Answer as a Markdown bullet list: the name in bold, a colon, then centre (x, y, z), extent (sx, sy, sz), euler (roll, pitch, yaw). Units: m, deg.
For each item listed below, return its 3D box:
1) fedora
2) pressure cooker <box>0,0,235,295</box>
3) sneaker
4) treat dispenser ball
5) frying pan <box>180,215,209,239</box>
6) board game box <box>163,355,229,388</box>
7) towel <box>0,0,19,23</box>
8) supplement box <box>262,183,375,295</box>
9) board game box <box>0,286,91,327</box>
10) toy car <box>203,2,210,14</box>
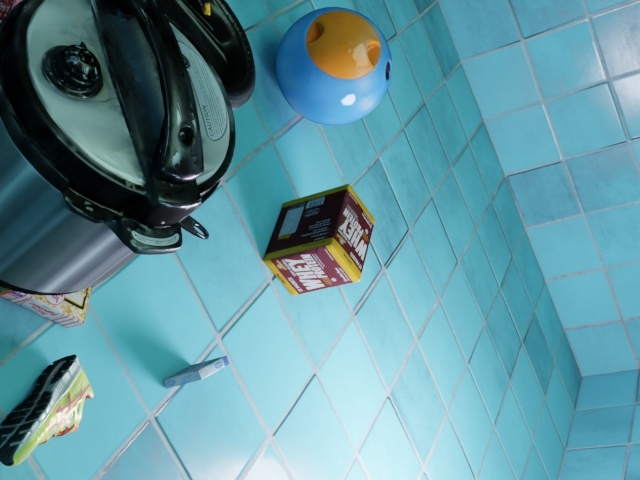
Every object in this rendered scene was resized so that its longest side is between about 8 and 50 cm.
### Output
- **fedora**: centre (-0.284, -0.389, 1.711), extent (0.334, 0.152, 0.334), euler (33, 45, -40)
- **pressure cooker**: centre (-0.328, -0.148, 1.216), extent (0.370, 0.420, 0.376), euler (42, 40, -18)
- **sneaker**: centre (-0.408, 0.272, 1.309), extent (0.094, 0.081, 0.208), euler (63, 33, -24)
- **treat dispenser ball**: centre (0.033, -0.429, 2.120), extent (0.288, 0.288, 0.288), euler (30, 53, -50)
- **frying pan**: centre (-0.338, -0.108, 1.612), extent (0.326, 0.053, 0.198), euler (11, 68, -59)
- **board game box**: centre (-0.231, 0.245, 1.597), extent (0.090, 0.090, 0.020), euler (-21, 91, -59)
- **towel**: centre (-0.493, -0.389, 1.359), extent (0.031, 0.199, 0.275), euler (20, 56, -20)
- **supplement box**: centre (0.000, 0.000, 1.979), extent (0.129, 0.191, 0.194), euler (52, 39, -33)
- **board game box**: centre (-0.435, 0.026, 1.402), extent (0.146, 0.045, 0.194), euler (39, 46, -45)
- **toy car**: centre (-0.257, -0.490, 1.659), extent (0.040, 0.060, 0.122), euler (-151, -136, -70)
